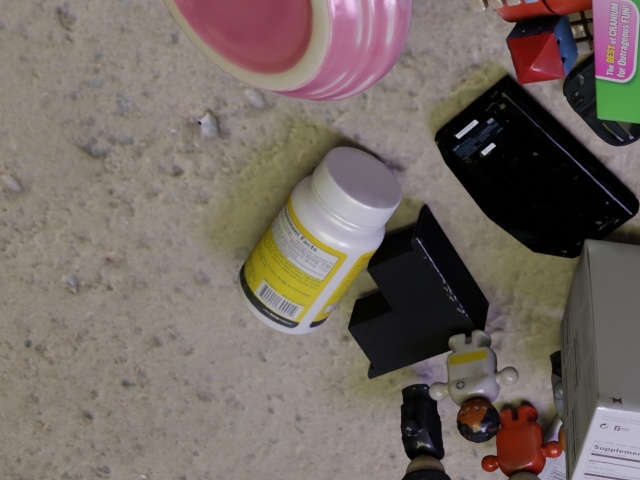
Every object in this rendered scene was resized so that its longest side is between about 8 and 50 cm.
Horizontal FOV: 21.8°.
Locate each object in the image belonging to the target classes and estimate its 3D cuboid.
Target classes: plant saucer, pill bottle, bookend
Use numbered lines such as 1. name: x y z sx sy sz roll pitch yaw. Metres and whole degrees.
1. plant saucer: -0.061 -0.277 1.665 0.332 0.084 0.332 30 142 27
2. pill bottle: 0.000 0.000 1.904 0.119 0.119 0.208 30 125 -7
3. bookend: 0.091 0.063 1.952 0.157 0.072 0.156 -23 116 25

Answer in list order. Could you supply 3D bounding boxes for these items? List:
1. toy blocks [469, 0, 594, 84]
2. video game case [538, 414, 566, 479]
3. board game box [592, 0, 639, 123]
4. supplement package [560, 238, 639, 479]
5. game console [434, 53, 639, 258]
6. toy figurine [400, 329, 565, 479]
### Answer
1. toy blocks: 0.204 -0.304 1.538 0.190 0.261 0.381 -7 117 29
2. video game case: 0.421 0.288 2.048 0.300 0.036 0.329 21 125 -1
3. board game box: 0.322 -0.296 1.526 0.064 0.242 0.317 9 118 31
4. supplement package: 0.376 0.146 1.803 0.204 0.262 0.145 8 132 -1
5. game console: 0.309 -0.129 1.791 0.213 0.044 0.361 41 123 -17
6. toy figurine: 0.208 0.221 1.940 0.213 0.148 0.209 15 140 -20
